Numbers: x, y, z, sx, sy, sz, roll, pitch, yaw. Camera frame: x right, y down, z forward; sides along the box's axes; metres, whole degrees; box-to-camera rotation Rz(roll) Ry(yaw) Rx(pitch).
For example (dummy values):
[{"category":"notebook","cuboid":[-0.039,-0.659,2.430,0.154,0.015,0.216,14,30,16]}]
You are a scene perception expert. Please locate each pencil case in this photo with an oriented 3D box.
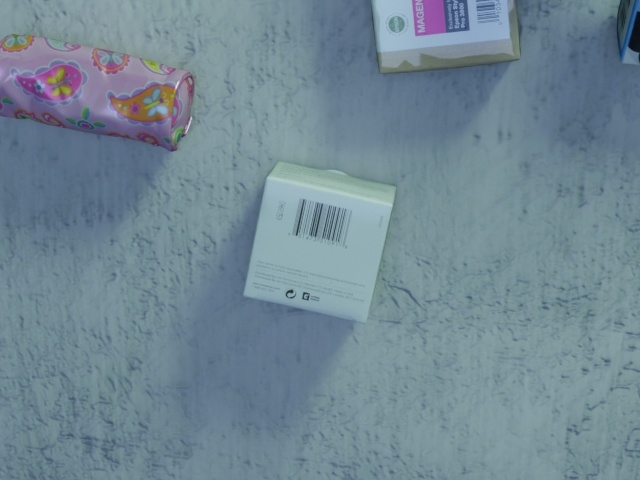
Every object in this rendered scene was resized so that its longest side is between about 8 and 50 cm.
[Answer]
[{"category":"pencil case","cuboid":[-0.321,-0.207,1.610,0.284,0.124,0.124,11,106,5]}]

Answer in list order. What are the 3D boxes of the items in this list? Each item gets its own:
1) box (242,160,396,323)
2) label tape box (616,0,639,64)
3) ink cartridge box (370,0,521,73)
[{"category":"box","cuboid":[0.000,0.000,1.622,0.181,0.119,0.182,13,107,3]},{"category":"label tape box","cuboid":[0.564,-0.328,1.417,0.348,0.115,0.249,8,138,6]},{"category":"ink cartridge box","cuboid":[0.160,-0.347,1.526,0.193,0.088,0.234,-6,105,7]}]
